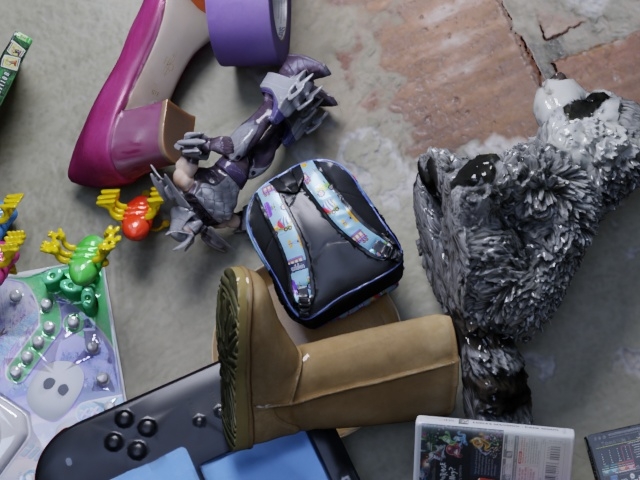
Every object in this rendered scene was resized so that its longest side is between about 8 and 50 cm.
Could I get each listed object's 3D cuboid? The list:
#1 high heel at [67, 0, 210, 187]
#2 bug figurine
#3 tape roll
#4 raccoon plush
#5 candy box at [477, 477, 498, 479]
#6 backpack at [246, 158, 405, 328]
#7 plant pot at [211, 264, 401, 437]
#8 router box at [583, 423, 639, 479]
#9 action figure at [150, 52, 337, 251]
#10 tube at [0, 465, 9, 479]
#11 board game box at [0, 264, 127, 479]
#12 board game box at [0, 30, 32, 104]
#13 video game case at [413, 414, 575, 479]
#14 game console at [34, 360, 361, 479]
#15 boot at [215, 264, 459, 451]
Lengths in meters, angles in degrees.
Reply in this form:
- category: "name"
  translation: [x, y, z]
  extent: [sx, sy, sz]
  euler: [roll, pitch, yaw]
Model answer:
- category: "high heel"
  translation: [-0.237, -0.248, 1.559]
  extent: [0.181, 0.127, 0.377]
  euler: [-9, 57, 32]
- category: "bug figurine"
  translation: [-0.327, -0.004, 1.465]
  extent: [0.279, 0.216, 0.072]
  euler: [-2, 117, 8]
- category: "tape roll"
  translation: [-0.089, -0.315, 1.508]
  extent: [0.080, 0.189, 0.189]
  euler: [-1, 74, 8]
- category: "raccoon plush"
  translation: [0.286, 0.030, 1.412]
  extent: [0.299, 0.216, 0.446]
  euler: [-10, 104, -11]
- category: "candy box"
  translation: [0.247, 0.423, 1.268]
  extent: [0.183, 0.087, 0.316]
  euler: [4, 93, 8]
- category: "backpack"
  translation: [0.000, 0.000, 1.413]
  extent: [0.158, 0.117, 0.173]
  euler: [-31, 73, -2]
- category: "plant pot"
  translation: [-0.014, 0.132, 1.456]
  extent: [0.236, 0.032, 0.236]
  euler: [-2, 74, 7]
- category: "router box"
  translation: [0.374, 0.257, 1.367]
  extent: [0.123, 0.038, 0.092]
  euler: [-13, 73, 4]
- category: "action figure"
  translation: [-0.095, -0.100, 1.465]
  extent: [0.099, 0.185, 0.285]
  euler: [28, 73, 34]
- category: "tube"
  translation: [-0.452, 0.298, 1.461]
  extent: [0.207, 0.052, 0.080]
  euler: [-28, 84, -7]
- category: "board game box"
  translation: [-0.428, 0.234, 1.434]
  extent: [0.390, 0.050, 0.389]
  euler: [-11, 73, -6]
- category: "board game box"
  translation: [-0.447, -0.140, 1.537]
  extent: [0.030, 0.136, 0.259]
  euler: [26, 77, -16]
- category: "video game case"
  translation: [0.190, 0.289, 1.336]
  extent: [0.173, 0.022, 0.190]
  euler: [4, 113, 8]
- category: "game console"
  translation: [-0.110, 0.338, 1.341]
  extent: [0.342, 0.060, 0.386]
  euler: [-24, 71, -6]
- category: "boot"
  translation: [0.022, 0.115, 1.325]
  extent: [0.270, 0.236, 0.089]
  euler: [-8, 33, -18]
